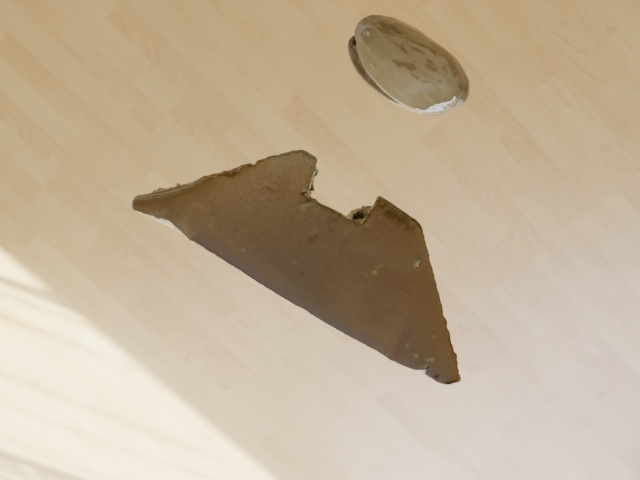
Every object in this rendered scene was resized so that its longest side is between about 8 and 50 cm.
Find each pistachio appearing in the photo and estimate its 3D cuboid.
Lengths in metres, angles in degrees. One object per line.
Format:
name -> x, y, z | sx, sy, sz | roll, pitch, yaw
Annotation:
pistachio -> 0.148, -0.292, 1.030 | 0.226, 0.136, 0.135 | 34, 115, 2

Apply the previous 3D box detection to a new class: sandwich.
sandwich -> 0.000, 0.000, 0.422 | 0.245, 0.090, 0.088 | 30, 90, -1
